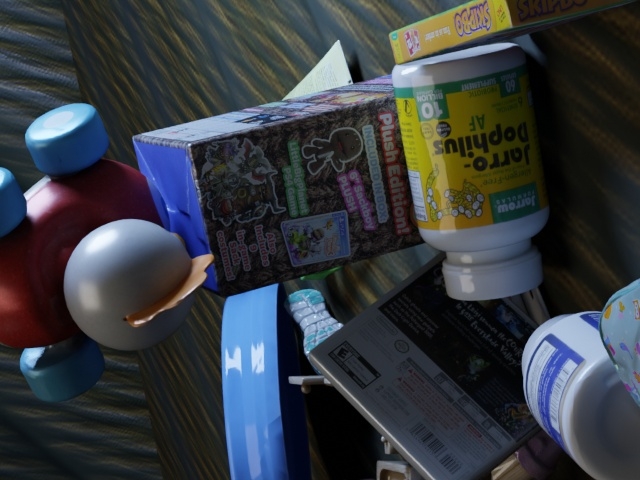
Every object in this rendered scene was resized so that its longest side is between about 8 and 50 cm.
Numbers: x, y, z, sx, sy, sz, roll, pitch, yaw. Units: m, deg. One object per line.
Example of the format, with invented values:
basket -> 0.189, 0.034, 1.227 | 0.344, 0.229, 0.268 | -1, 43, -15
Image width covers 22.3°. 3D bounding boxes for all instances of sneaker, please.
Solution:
sneaker -> 0.004, 0.135, 2.088 | 0.166, 0.065, 0.076 | -114, 9, -51

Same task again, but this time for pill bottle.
pill bottle -> 0.135, -0.059, 1.407 | 0.117, 0.117, 0.208 | -160, 58, -70
pill bottle -> 0.220, 0.116, 1.266 | 0.186, 0.112, 0.112 | -127, 26, -79

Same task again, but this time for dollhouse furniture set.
dollhouse furniture set -> 0.043, 0.230, 1.858 | 0.144, 0.123, 0.151 | 169, 101, -73

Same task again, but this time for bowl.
bowl -> -0.068, 0.250, 2.130 | 0.391, 0.077, 0.391 | -7, -90, -87

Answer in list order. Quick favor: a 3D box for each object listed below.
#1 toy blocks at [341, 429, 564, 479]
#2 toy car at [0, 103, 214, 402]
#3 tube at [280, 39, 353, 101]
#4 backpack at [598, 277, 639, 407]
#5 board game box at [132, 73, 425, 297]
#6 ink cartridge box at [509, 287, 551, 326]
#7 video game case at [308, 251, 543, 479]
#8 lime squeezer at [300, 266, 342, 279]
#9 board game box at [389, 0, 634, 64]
toy blocks -> 0.162, 0.298, 1.392 | 0.260, 0.309, 0.288 | -37, 50, 26
toy car -> -0.172, 0.022, 1.426 | 0.238, 0.210, 0.219 | 9, 131, 41
tube -> -0.006, -0.153, 1.893 | 0.070, 0.062, 0.240 | 34, 159, -10
backpack -> 0.268, 0.055, 1.084 | 0.182, 0.115, 0.152 | 133, 119, -73
board game box -> -0.004, -0.062, 1.546 | 0.232, 0.291, 0.141 | -163, 59, -71
ink cartridge box -> 0.149, 0.078, 1.552 | 0.198, 0.067, 0.115 | 110, 143, -61
video game case -> 0.115, 0.114, 1.430 | 0.190, 0.173, 0.022 | 44, 159, 29
lime squeezer -> 0.000, 0.000, 2.019 | 0.110, 0.059, 0.310 | -70, 22, 7
board game box -> 0.154, -0.175, 1.242 | 0.259, 0.124, 0.039 | 170, 85, -73
